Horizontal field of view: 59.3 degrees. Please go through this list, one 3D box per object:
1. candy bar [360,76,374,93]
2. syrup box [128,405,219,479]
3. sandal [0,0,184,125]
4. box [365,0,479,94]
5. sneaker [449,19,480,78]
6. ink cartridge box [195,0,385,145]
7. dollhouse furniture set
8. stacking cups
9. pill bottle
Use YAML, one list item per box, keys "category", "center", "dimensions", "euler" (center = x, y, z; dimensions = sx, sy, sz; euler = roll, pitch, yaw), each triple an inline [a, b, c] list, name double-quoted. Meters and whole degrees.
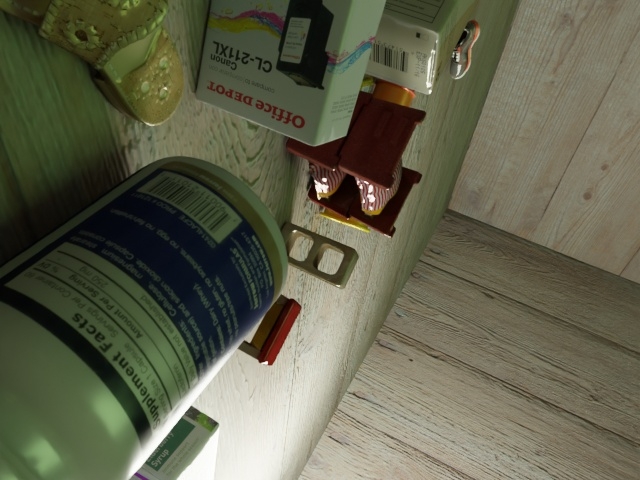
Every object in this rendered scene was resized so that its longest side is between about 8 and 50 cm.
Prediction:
- category: "candy bar"
  center: [0.050, -0.230, 0.861]
  dimensions: [0.161, 0.018, 0.040]
  euler: [-37, 151, -62]
- category: "syrup box"
  center: [-0.193, 0.300, 0.679]
  dimensions: [0.093, 0.096, 0.236]
  euler: [-47, 157, -50]
- category: "sandal"
  center: [-0.115, -0.135, 0.324]
  dimensions: [0.088, 0.079, 0.240]
  euler: [-63, 164, -12]
- category: "box"
  center: [0.149, -0.369, 0.753]
  dimensions: [0.311, 0.148, 0.121]
  euler: [-60, 164, -17]
- category: "sneaker"
  center: [0.365, -0.503, 1.488]
  dimensions: [0.065, 0.061, 0.157]
  euler: [-20, 138, -32]
- category: "ink cartridge box"
  center: [-0.022, -0.184, 0.474]
  dimensions: [0.072, 0.128, 0.175]
  euler: [-36, 147, -59]
- category: "dollhouse furniture set"
  center: [0.000, 0.000, 0.776]
  dimensions: [0.374, 0.152, 0.201]
  euler: [-63, 165, -10]
- category: "stacking cups"
  center: [0.090, -0.178, 0.980]
  dimensions: [0.096, 0.096, 0.316]
  euler: [14, 94, -75]
- category: "pill bottle"
  center: [-0.148, 0.065, 0.376]
  dimensions: [0.264, 0.153, 0.153]
  euler: [-50, 158, -45]
